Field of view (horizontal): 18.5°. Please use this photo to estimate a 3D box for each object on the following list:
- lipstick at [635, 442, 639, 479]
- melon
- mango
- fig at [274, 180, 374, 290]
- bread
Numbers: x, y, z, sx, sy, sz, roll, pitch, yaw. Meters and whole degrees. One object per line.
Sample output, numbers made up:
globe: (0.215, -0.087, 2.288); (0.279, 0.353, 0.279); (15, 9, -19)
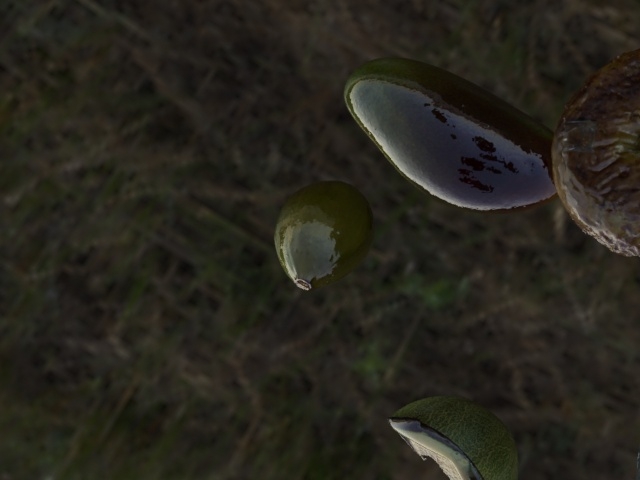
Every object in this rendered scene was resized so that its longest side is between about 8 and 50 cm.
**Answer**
lipstick: (0.274, 0.148, 1.441); (0.077, 0.289, 0.076); (10, 113, 10)
melon: (0.155, 0.208, 1.967); (0.160, 0.128, 0.079); (51, 138, -5)
mango: (0.143, -0.108, 2.131); (0.267, 0.111, 0.133); (28, 121, 5)
fig: (0.000, 0.000, 1.441); (0.074, 0.088, 0.074); (17, 144, 12)
bread: (0.281, -0.074, 1.643); (0.193, 0.193, 0.064); (11, 161, 26)
